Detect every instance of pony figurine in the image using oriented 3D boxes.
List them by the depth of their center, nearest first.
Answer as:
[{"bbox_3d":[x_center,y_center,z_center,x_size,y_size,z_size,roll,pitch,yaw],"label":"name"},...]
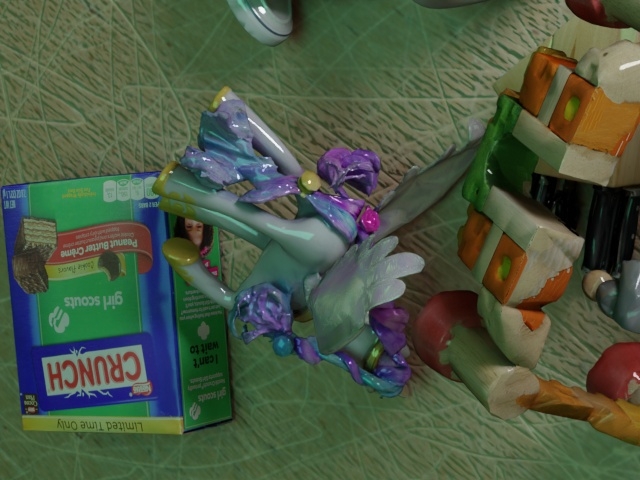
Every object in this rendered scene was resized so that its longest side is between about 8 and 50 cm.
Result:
[{"bbox_3d":[0.000,0.000,1.986,0.363,0.303,0.351,36,141,2],"label":"pony figurine"}]

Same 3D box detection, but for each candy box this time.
[{"bbox_3d":[-0.253,0.077,2.258,0.268,0.122,0.317,-4,93,34],"label":"candy box"}]

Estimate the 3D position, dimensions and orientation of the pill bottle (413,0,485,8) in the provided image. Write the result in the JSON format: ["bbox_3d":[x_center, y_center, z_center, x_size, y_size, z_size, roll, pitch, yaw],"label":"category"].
[{"bbox_3d":[0.135,-0.417,1.901,0.181,0.181,0.323,-20,81,35],"label":"pill bottle"}]

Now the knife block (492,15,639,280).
[{"bbox_3d":[0.300,-0.102,1.873,0.275,0.088,0.242,-40,73,31],"label":"knife block"}]

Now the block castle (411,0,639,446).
[{"bbox_3d":[0.295,-0.035,1.731,0.453,0.303,0.213,-68,25,14],"label":"block castle"}]

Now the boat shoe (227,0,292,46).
[{"bbox_3d":[-0.075,-0.355,2.110,0.084,0.095,0.258,-23,83,37],"label":"boat shoe"}]
